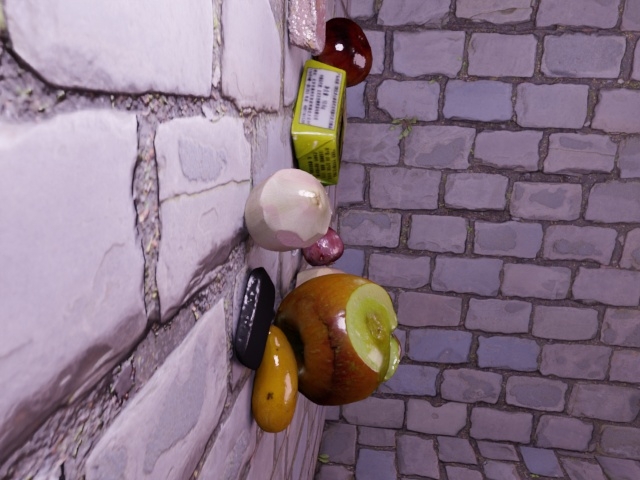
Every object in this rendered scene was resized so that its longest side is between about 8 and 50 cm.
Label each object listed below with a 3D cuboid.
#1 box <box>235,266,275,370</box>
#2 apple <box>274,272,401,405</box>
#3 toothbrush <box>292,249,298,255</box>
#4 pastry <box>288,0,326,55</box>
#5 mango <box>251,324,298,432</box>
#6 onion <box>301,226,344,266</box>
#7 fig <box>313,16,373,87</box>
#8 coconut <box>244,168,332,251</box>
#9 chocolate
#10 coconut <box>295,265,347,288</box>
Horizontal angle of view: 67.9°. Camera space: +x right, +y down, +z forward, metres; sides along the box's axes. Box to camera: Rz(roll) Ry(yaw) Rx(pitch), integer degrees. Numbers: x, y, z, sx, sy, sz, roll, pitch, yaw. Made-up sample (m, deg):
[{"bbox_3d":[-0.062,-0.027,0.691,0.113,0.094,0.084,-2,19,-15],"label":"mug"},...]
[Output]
[{"bbox_3d":[-0.140,0.174,1.046,0.201,0.042,0.212,81,16,-65],"label":"box"},{"bbox_3d":[0.065,0.271,1.329,0.384,0.374,0.374,36,-49,50],"label":"apple"},{"bbox_3d":[-0.068,-0.026,1.647,0.275,0.019,0.025,-74,159,-60],"label":"toothbrush"},{"bbox_3d":[-0.029,-0.608,1.190,0.103,0.112,0.265,-48,150,-66],"label":"pastry"},{"bbox_3d":[-0.106,0.340,1.172,0.157,0.109,0.262,7,86,-80],"label":"mango"},{"bbox_3d":[0.000,0.000,1.740,0.159,0.160,0.194,60,13,-79],"label":"onion"},{"bbox_3d":[0.067,-0.644,1.637,0.235,0.215,0.234,-14,107,-55],"label":"fig"},{"bbox_3d":[-0.054,-0.059,0.948,0.171,0.183,0.170,11,73,-39],"label":"coconut"},{"bbox_3d":[0.004,-0.355,1.499,0.288,0.137,0.300,82,14,-63],"label":"chocolate"},{"bbox_3d":[0.008,0.203,1.653,0.233,0.233,0.245,-75,168,-58],"label":"coconut"}]
